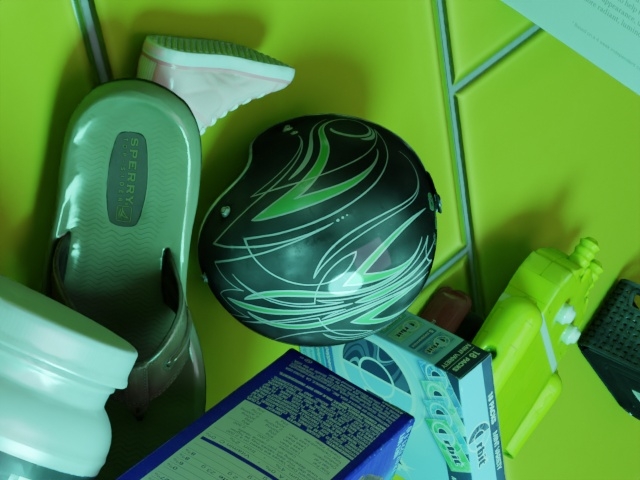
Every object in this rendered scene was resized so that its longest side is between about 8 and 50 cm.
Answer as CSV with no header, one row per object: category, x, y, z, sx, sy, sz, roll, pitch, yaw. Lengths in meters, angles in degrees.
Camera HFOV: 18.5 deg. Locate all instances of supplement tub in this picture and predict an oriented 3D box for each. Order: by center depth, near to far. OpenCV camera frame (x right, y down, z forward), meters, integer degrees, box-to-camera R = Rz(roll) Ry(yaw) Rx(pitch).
supplement tub,-0.247,0.154,1.214,0.191,0.191,0.272,27,88,-53

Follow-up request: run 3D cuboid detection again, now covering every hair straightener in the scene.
hair straightener,0.076,0.155,1.714,0.230,0.047,0.089,-59,143,-16

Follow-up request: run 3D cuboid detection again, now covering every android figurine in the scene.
android figurine,0.173,0.117,1.769,0.273,0.056,0.248,-54,159,-12

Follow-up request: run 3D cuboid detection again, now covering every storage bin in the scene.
storage bin,0.349,0.129,1.966,0.084,0.122,0.180,-55,142,-12

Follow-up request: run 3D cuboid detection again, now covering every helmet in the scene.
helmet,0.000,0.000,1.450,0.161,0.169,0.169,-66,154,-47

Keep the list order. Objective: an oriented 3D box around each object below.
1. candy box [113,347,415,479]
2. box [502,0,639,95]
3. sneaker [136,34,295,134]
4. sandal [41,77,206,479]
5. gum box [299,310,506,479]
candy box,-0.078,0.256,1.351,0.317,0.122,0.268,-33,146,-60
box,0.319,-0.299,1.553,0.168,0.215,0.345,-18,138,-44
sneaker,-0.079,-0.104,1.385,0.134,0.051,0.070,1,111,-47
sandal,-0.137,0.042,1.326,0.120,0.086,0.303,-1,112,-4
gum box,0.062,0.122,1.569,0.041,0.184,0.157,-38,136,-31
